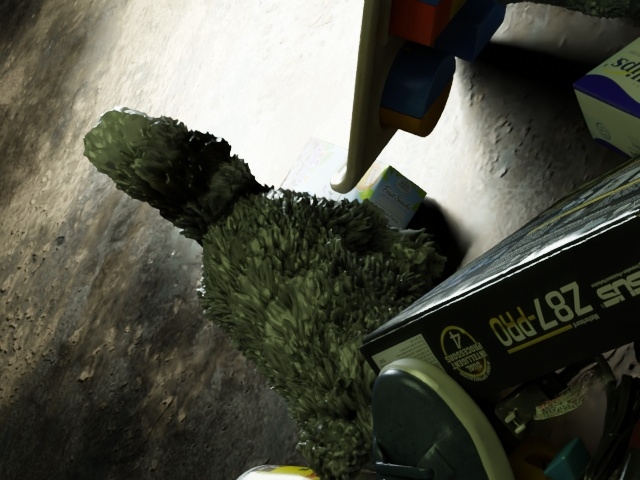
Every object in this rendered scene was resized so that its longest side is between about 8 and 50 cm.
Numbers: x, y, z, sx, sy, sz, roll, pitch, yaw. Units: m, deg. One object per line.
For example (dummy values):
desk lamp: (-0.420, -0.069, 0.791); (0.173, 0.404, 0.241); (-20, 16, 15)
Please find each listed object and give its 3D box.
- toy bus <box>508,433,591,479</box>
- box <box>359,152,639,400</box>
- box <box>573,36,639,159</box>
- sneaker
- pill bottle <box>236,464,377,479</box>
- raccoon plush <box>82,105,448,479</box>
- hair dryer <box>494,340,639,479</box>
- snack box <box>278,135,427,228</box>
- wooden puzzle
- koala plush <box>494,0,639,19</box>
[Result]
toy bus: (0.231, 0.238, 1.417); (0.191, 0.202, 0.104); (-25, 14, 46)
box: (0.249, -0.005, 1.387); (0.318, 0.097, 0.395); (-36, 2, -34)
box: (0.329, -0.137, 1.610); (0.137, 0.072, 0.126); (-36, 32, -12)
sneaker: (0.077, 0.274, 1.384); (0.131, 0.148, 0.350); (-6, 99, 56)
pill bottle: (0.009, 0.275, 1.650); (0.215, 0.117, 0.117); (-3, 59, 49)
raccoon plush: (-0.061, 0.066, 1.645); (0.299, 0.446, 0.216); (-76, 10, -74)
hair dryer: (0.271, 0.118, 1.267); (0.293, 0.080, 0.223); (-34, 23, 10)
snack box: (0.000, 0.000, 1.934); (0.207, 0.070, 0.174); (-59, 34, -4)
wooden puzzle: (0.127, -0.247, 1.769); (0.322, 0.080, 0.348); (-53, -18, -45)
koala plush: (0.279, -0.316, 1.762); (0.221, 0.203, 0.196); (-57, -15, -77)
